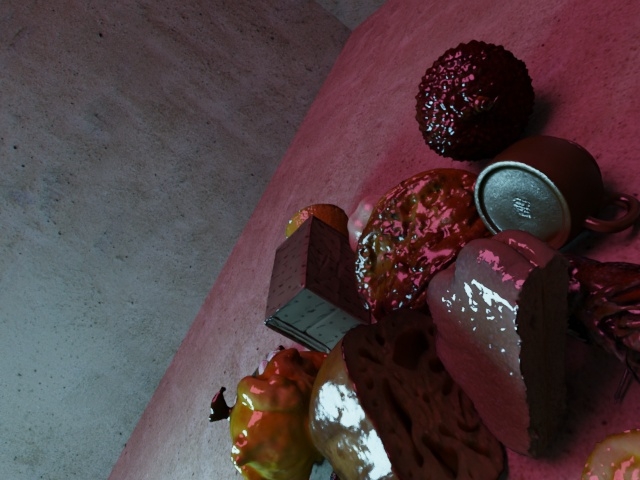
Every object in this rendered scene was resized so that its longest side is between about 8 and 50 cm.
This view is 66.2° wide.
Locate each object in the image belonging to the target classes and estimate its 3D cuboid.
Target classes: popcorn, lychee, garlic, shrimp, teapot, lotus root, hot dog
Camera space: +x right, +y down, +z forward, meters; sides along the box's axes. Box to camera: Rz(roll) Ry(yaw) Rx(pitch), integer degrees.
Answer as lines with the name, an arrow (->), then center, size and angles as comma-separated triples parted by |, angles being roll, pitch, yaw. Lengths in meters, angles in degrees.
popcorn -> -0.056, 0.366, 1.031 | 0.281, 0.297, 0.316 | 25, 60, 30
lychee -> 0.338, -0.305, 1.097 | 0.264, 0.264, 0.300 | -53, 1, 15
garlic -> 0.181, -0.041, 1.261 | 0.199, 0.199, 0.226 | -48, -3, 26
shrimp -> 0.399, 0.118, 0.582 | 0.137, 0.172, 0.372 | -33, 33, -12
teapot -> 0.394, -0.088, 0.825 | 0.175, 0.185, 0.267 | -36, 45, -23
lotus root -> 0.138, 0.293, 0.792 | 0.316, 0.316, 0.250 | -83, 17, -48
hot dog -> 0.211, 0.022, 1.040 | 0.387, 0.174, 0.267 | -49, 45, 27

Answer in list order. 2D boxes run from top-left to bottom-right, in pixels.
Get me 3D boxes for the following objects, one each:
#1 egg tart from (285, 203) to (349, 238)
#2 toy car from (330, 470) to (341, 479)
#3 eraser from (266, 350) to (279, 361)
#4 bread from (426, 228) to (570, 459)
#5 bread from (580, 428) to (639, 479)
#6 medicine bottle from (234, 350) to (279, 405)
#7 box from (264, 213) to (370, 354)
egg tart -> 0.000, 0.000, 1.556 | 0.215, 0.215, 0.171 | -46, 39, 30
toy car -> 0.089, 0.424, 0.926 | 0.165, 0.071, 0.062 | -46, 9, 30
eraser -> -0.149, 0.380, 1.595 | 0.083, 0.019, 0.038 | -26, 40, 56
bread -> 0.233, 0.130, 0.657 | 0.102, 0.337, 0.183 | -27, 31, -21
bread -> 0.370, 0.277, 0.425 | 0.257, 0.124, 0.186 | -15, 54, 60
medicine bottle -> -0.175, 0.436, 1.491 | 0.219, 0.078, 0.115 | -54, 19, 12
box -> -0.003, 0.120, 1.338 | 0.190, 0.225, 0.297 | -43, 26, 30
